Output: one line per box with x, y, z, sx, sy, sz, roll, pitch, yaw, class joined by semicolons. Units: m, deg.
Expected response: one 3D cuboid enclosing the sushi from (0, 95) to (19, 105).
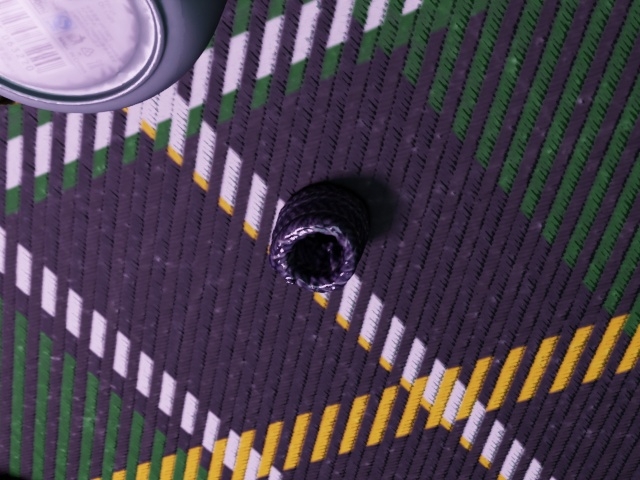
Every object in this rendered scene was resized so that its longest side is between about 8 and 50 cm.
-0.351;-0.201;1.535;0.291;0.131;0.139;17;132;-31;sushi

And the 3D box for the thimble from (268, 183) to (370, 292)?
0.002;-0.001;1.784;0.095;0.066;0.104;37;133;-24;thimble

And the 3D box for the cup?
-0.130;-0.254;1.361;0.356;0.274;0.259;6;140;7;cup
